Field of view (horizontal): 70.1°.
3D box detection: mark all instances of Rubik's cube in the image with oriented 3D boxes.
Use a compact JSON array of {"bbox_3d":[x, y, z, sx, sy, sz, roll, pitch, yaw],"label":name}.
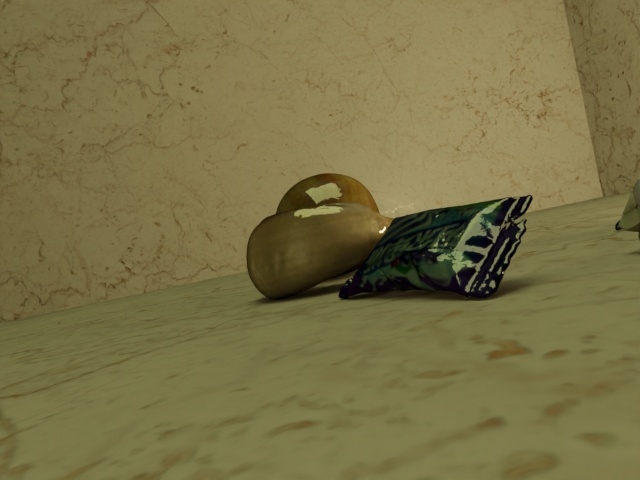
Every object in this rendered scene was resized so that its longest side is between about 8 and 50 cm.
[{"bbox_3d":[0.395,-0.024,0.515,0.075,0.084,0.073,-9,21,-6],"label":"Rubik's cube"}]

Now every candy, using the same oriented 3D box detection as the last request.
[{"bbox_3d":[0.130,0.016,0.580,0.275,0.070,0.145,-13,40,59],"label":"candy"}]

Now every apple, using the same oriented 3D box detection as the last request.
[{"bbox_3d":[0.022,-0.027,1.080,0.256,0.257,0.234,-11,33,-14],"label":"apple"}]

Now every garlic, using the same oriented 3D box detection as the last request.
[{"bbox_3d":[0.004,-0.002,0.838,0.338,0.151,0.196,-22,-3,22],"label":"garlic"}]

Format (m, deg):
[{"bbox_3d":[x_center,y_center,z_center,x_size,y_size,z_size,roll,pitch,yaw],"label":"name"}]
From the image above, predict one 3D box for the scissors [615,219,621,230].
[{"bbox_3d":[0.664,-0.088,0.839,0.317,0.160,0.024,-26,46,-11],"label":"scissors"}]
